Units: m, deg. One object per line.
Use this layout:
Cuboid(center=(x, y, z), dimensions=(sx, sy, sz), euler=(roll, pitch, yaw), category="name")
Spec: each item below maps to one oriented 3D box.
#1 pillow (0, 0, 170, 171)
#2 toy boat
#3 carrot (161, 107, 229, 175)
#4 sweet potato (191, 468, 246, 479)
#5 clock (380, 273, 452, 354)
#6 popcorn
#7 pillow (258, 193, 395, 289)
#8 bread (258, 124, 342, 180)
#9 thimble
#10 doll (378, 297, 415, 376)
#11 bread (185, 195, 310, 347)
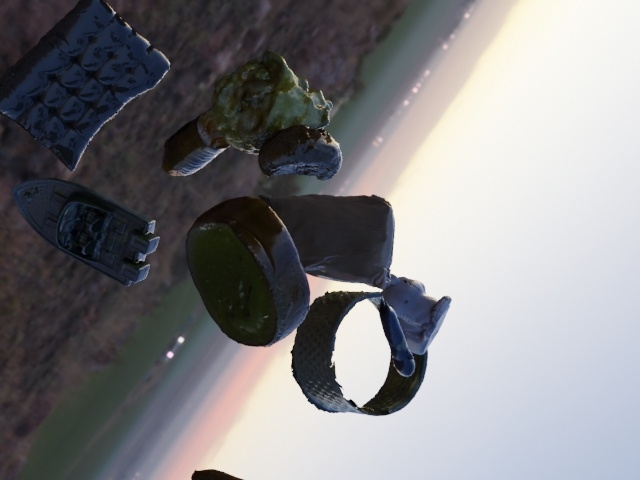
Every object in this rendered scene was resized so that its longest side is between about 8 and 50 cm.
Cuboid(center=(-0.492, -0.323, 1.975), dimensions=(0.326, 0.228, 0.101), euler=(-43, -146, 8), category="pillow")
Cuboid(center=(-0.464, -0.032, 1.875), dimensions=(0.141, 0.320, 0.092), euler=(-68, 167, 19), category="toy boat")
Cuboid(center=(-0.219, -0.168, 1.696), dimensions=(0.173, 0.082, 0.082), euler=(-29, -159, 51), category="carrot")
Cuboid(center=(-0.054, 0.316, 1.055), dimensions=(0.065, 0.218, 0.051), euler=(-54, 162, 1), category="sweet potato")
Cuboid(center=(0.155, 0.124, 1.689), dimensions=(0.080, 0.117, 0.176), euler=(-51, 165, -25), category="clock")
Cuboid(center=(-0.068, -0.180, 1.385), dimensions=(0.173, 0.174, 0.142), euler=(124, -26, -66), category="popcorn")
Cuboid(center=(0.000, 0.000, 1.627), dimensions=(0.067, 0.270, 0.173), euler=(45, 51, -56), category="pillow")
Cuboid(center=(-0.024, -0.120, 1.294), dimensions=(0.082, 0.113, 0.060), euler=(133, -41, -60), category="bread")
Cuboid(center=(0.085, 0.239, 2.041), dimensions=(0.150, 0.271, 0.270), euler=(-6, -136, 57), category="thimble")
Cuboid(center=(0.104, 0.134, 1.330), dimensions=(0.027, 0.125, 0.037), euler=(-23, -155, -9), category="doll")
Cuboid(center=(-0.110, 0.048, 1.419), dimensions=(0.070, 0.236, 0.236), euler=(-29, 164, -34), category="bread")
